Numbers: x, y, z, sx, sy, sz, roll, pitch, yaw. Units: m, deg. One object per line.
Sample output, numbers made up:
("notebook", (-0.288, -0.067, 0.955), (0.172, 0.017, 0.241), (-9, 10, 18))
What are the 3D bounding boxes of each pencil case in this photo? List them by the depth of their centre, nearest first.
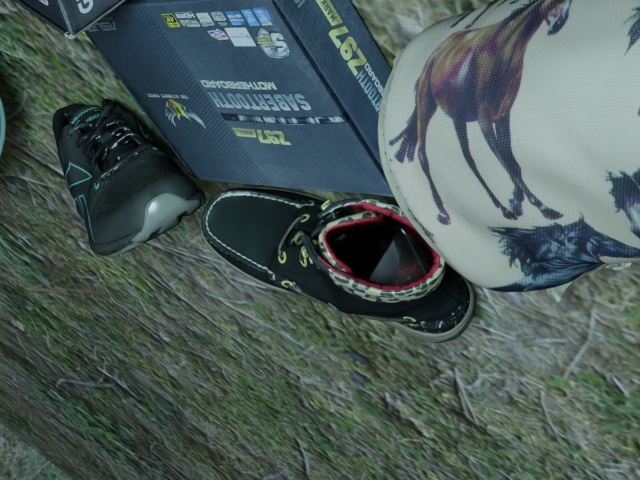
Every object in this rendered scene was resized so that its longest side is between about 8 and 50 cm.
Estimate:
("pencil case", (0.218, -0.057, 0.627), (0.183, 0.160, 0.410), (40, 156, -28))

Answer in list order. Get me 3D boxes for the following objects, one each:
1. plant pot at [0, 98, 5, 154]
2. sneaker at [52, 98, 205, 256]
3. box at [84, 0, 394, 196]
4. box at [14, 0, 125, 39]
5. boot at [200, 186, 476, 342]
("plant pot", (-0.458, -0.149, 1.222), (0.290, 0.290, 0.195), (81, 165, -55))
("sneaker", (-0.180, -0.058, 1.132), (0.106, 0.101, 0.267), (64, 164, -18))
("box", (-0.053, -0.119, 0.966), (0.232, 0.059, 0.183), (8, 144, 45))
("box", (-0.261, -0.308, 0.844), (0.293, 0.073, 0.295), (36, 156, 30))
("boot", (0.002, -0.001, 1.007), (0.236, 0.085, 0.178), (22, 172, 14))
